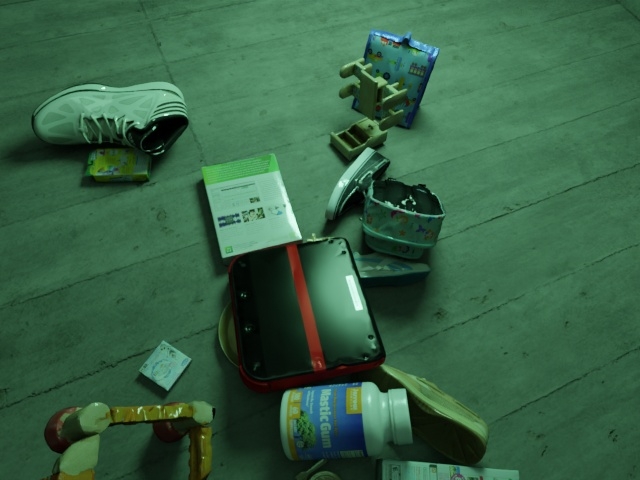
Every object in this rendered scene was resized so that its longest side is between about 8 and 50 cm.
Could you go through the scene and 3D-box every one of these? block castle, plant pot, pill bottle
[{"bbox_3d":[-0.362,0.536,0.826,0.303,0.212,0.454,15,56,-41],"label":"block castle"},{"bbox_3d":[-0.143,0.230,1.153,0.236,0.032,0.236,2,60,-4],"label":"plant pot"},{"bbox_3d":[0.059,0.394,0.978,0.271,0.152,0.152,-8,61,9],"label":"pill bottle"}]

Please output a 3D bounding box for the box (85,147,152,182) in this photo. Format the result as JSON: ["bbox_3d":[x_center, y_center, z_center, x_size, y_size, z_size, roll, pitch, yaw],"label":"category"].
[{"bbox_3d":[-0.613,-0.229,1.356,0.179,0.043,0.105,-1,62,-9],"label":"box"}]

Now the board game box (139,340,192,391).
[{"bbox_3d":[-0.380,0.308,1.095,0.090,0.020,0.090,30,63,11],"label":"board game box"}]

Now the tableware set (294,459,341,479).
[{"bbox_3d":[-0.036,0.579,0.969,0.194,0.039,0.128,-31,80,-13],"label":"tableware set"}]

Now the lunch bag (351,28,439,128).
[{"bbox_3d":[0.245,-0.547,1.463,0.220,0.293,0.138,22,62,7],"label":"lunch bag"}]

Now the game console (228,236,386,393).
[{"bbox_3d":[-0.050,0.169,1.123,0.341,0.060,0.387,-9,52,-9],"label":"game console"}]

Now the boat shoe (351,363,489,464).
[{"bbox_3d":[0.231,0.390,1.062,0.341,0.122,0.110,30,22,22],"label":"boat shoe"}]

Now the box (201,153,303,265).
[{"bbox_3d":[-0.206,-0.100,1.315,0.232,0.058,0.322,-13,65,-12],"label":"box"}]

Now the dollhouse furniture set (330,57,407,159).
[{"bbox_3d":[0.127,-0.400,1.394,0.161,0.242,0.212,-29,58,-19],"label":"dollhouse furniture set"}]

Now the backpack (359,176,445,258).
[{"bbox_3d":[0.222,-0.059,1.220,0.225,0.253,0.191,14,106,2],"label":"backpack"}]

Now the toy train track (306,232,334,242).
[{"bbox_3d":[0.000,0.000,1.303,0.083,0.014,0.048,-4,55,-14],"label":"toy train track"}]

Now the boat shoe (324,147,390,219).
[{"bbox_3d":[0.120,-0.163,1.356,0.102,0.108,0.301,29,56,12],"label":"boat shoe"}]

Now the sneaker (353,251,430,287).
[{"bbox_3d":[0.194,0.073,1.239,0.228,0.087,0.092,0,59,-7],"label":"sneaker"}]

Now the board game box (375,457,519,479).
[{"bbox_3d":[0.272,0.602,0.951,0.303,0.097,0.224,6,62,0],"label":"board game box"}]

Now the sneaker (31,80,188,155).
[{"bbox_3d":[-0.610,-0.347,1.309,0.447,0.169,0.257,-17,43,-16],"label":"sneaker"}]
